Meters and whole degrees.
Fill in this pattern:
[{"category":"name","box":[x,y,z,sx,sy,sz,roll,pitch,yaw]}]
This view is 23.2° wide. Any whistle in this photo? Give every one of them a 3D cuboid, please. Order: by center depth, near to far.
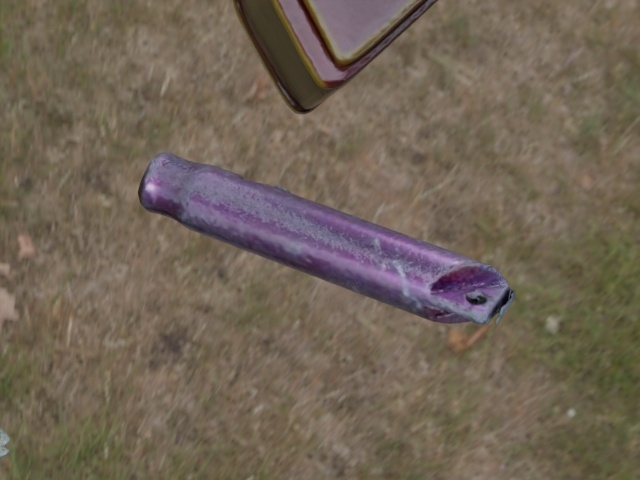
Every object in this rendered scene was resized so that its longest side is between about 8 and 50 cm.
[{"category":"whistle","box":[0.000,0.000,0.687,0.176,0.033,0.033,21,64,16]}]

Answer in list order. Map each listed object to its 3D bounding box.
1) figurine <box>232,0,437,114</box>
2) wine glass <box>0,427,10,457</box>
[{"category":"figurine","box":[-0.006,-0.111,0.619,0.098,0.154,0.082,44,86,-7]},{"category":"wine glass","box":[-0.289,0.075,1.033,0.103,0.222,0.103,-8,43,7]}]
